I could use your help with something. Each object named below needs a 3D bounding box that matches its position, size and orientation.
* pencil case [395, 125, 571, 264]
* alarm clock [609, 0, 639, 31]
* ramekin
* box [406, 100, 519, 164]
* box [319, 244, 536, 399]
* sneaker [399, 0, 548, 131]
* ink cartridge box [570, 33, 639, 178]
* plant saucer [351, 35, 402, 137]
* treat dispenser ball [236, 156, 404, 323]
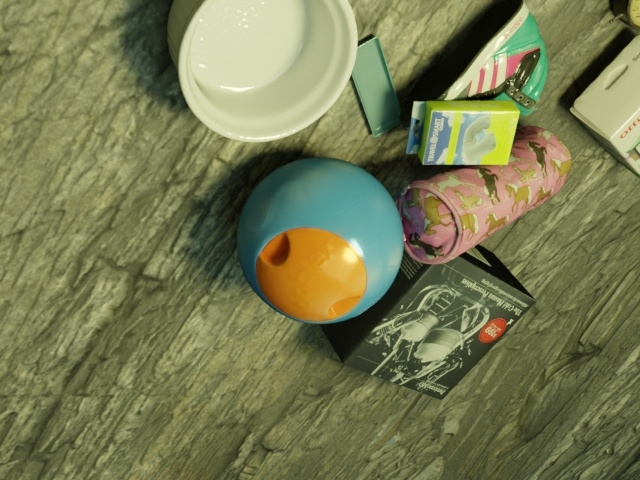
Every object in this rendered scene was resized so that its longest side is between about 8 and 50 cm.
[{"bbox_3d":[0.305,-0.092,1.548,0.386,0.167,0.160,-27,148,-37],"label":"pencil case"},{"bbox_3d":[0.632,-0.466,1.573,0.192,0.064,0.129,-5,128,-22],"label":"alarm clock"},{"bbox_3d":[-0.096,-0.299,1.250,0.277,0.135,0.277,-15,131,-18],"label":"ramekin"},{"bbox_3d":[0.245,-0.186,1.441,0.178,0.042,0.109,-1,125,-9],"label":"box"},{"bbox_3d":[0.218,0.137,1.752,0.343,0.179,0.312,26,111,-40],"label":"box"},{"bbox_3d":[0.295,-0.271,1.500,0.295,0.124,0.178,-44,119,8],"label":"sneaker"},{"bbox_3d":[0.657,-0.261,1.688,0.201,0.117,0.278,-49,143,14],"label":"ink cartridge box"},{"bbox_3d":[0.095,-0.269,1.464,0.067,0.018,0.192,-30,134,-5],"label":"plant saucer"},{"bbox_3d":[0.000,0.000,1.440,0.288,0.288,0.288,-15,132,-18],"label":"treat dispenser ball"}]
